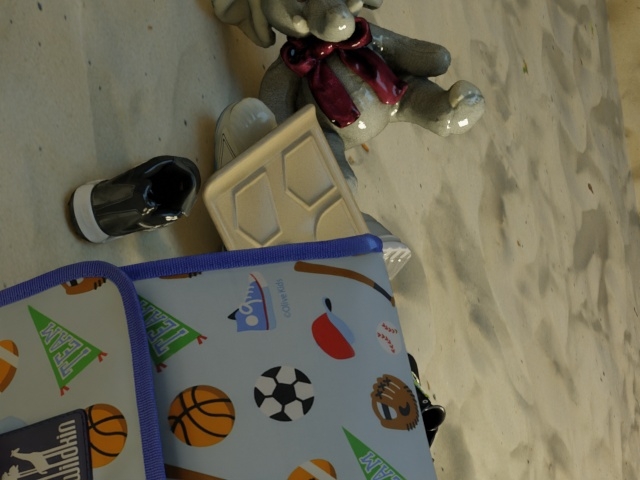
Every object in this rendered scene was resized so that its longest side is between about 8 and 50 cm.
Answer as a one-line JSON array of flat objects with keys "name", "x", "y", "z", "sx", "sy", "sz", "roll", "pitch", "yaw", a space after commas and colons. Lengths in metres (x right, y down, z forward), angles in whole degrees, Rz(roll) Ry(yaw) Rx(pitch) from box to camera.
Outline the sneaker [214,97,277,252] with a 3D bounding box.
[{"name": "sneaker", "x": -0.086, "y": -0.051, "z": 1.922, "sx": 0.086, "sy": 0.085, "sz": 0.237, "roll": 154, "pitch": -64, "yaw": -71}]

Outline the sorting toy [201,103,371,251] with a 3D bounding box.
[{"name": "sorting toy", "x": -0.063, "y": 0.007, "z": 1.837, "sx": 0.307, "sy": 0.041, "sz": 0.229, "roll": -40, "pitch": 116, "yaw": -41}]

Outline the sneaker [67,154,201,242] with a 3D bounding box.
[{"name": "sneaker", "x": -0.167, "y": -0.051, "z": 1.708, "sx": 0.234, "sy": 0.106, "sz": 0.078, "roll": -27, "pitch": 101, "yaw": -65}]

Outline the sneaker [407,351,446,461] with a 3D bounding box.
[{"name": "sneaker", "x": 0.130, "y": 0.239, "z": 2.170, "sx": 0.084, "sy": 0.097, "sz": 0.235, "roll": 58, "pitch": 27, "yaw": -32}]

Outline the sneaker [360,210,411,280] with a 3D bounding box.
[{"name": "sneaker", "x": 0.000, "y": 0.000, "z": 2.083, "sx": 0.115, "sy": 0.105, "sz": 0.281, "roll": 48, "pitch": 17, "yaw": 27}]

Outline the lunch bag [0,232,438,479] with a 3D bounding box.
[{"name": "lunch bag", "x": -0.111, "y": 0.188, "z": 1.298, "sx": 0.239, "sy": 0.385, "sz": 0.328, "roll": 107, "pitch": -26, "yaw": -62}]

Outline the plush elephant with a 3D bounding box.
[{"name": "plush elephant", "x": 0.015, "y": -0.249, "z": 2.028, "sx": 0.330, "sy": 0.272, "sz": 0.255, "roll": 53, "pitch": -12, "yaw": 50}]
